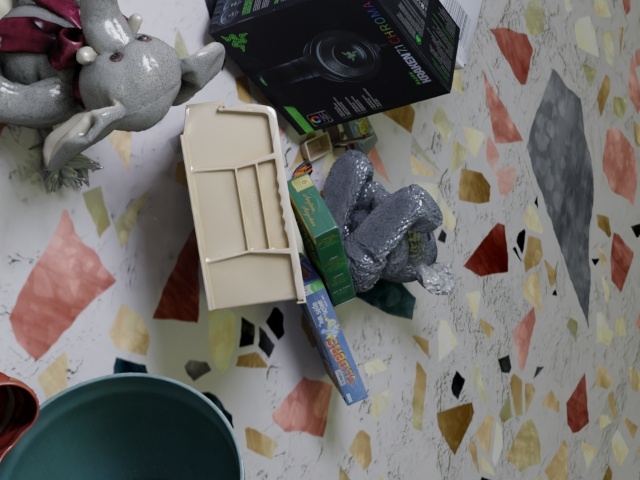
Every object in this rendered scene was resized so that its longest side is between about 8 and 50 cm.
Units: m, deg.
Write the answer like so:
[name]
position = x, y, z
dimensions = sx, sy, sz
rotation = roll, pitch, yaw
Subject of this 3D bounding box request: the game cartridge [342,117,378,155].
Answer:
[game cartridge]
position = 0.062, -0.178, 2.264
dimensions = 0.056, 0.017, 0.083
rotation = -52, 125, -38

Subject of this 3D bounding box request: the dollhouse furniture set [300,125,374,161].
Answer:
[dollhouse furniture set]
position = 0.034, -0.135, 2.165
dimensions = 0.114, 0.081, 0.091
rotation = -30, 109, -50

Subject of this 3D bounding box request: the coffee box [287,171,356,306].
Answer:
[coffee box]
position = 0.000, 0.000, 1.977
dimensions = 0.184, 0.040, 0.113
rotation = 75, -10, -56

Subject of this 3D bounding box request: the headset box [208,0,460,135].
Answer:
[headset box]
position = 0.015, -0.297, 2.002
dimensions = 0.246, 0.283, 0.131
rotation = 47, 43, -40

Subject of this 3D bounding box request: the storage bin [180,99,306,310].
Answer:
[storage bin]
position = -0.103, -0.049, 1.828
dimensions = 0.262, 0.123, 0.260
rotation = -133, -145, -86

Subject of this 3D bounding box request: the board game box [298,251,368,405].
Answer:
[board game box]
position = 0.006, 0.128, 2.058
dimensions = 0.035, 0.136, 0.201
rotation = -24, 108, -6

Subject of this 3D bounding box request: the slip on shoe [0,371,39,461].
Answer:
[slip on shoe]
position = -0.425, 0.246, 1.490
dimensions = 0.331, 0.101, 0.123
rotation = -44, 121, -45

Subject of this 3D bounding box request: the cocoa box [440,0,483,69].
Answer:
[cocoa box]
position = 0.068, -0.432, 2.130
dimensions = 0.347, 0.228, 0.231
rotation = 45, 50, -40

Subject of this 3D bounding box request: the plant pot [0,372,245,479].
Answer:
[plant pot]
position = -0.218, 0.329, 1.636
dimensions = 0.196, 0.293, 0.293
rotation = 79, 28, -53

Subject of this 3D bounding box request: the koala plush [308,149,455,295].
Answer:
[koala plush]
position = 0.102, 0.005, 2.159
dimensions = 0.221, 0.196, 0.203
rotation = 26, 96, -53

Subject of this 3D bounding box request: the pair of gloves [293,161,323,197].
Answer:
[pair of gloves]
position = -0.022, -0.074, 2.142
dimensions = 0.074, 0.010, 0.083
rotation = -49, 126, -46

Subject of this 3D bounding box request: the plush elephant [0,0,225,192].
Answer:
[plush elephant]
position = -0.275, -0.211, 1.624
dimensions = 0.272, 0.255, 0.330
rotation = -46, 121, -46
